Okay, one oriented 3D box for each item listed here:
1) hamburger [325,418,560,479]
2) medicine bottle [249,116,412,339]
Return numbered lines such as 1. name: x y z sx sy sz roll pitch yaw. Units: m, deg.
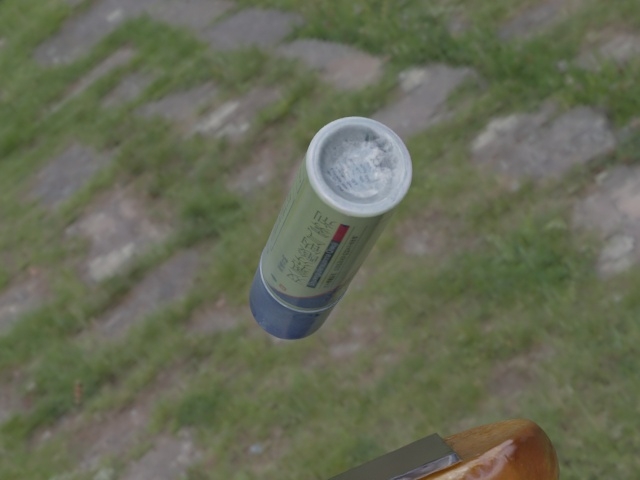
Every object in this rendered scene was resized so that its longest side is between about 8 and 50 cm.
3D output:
1. hamburger: 0.083 0.270 1.090 0.291 0.225 0.291 -20 -3 -1
2. medicine bottle: 0.000 0.000 0.885 0.059 0.059 0.231 -48 -6 -22
